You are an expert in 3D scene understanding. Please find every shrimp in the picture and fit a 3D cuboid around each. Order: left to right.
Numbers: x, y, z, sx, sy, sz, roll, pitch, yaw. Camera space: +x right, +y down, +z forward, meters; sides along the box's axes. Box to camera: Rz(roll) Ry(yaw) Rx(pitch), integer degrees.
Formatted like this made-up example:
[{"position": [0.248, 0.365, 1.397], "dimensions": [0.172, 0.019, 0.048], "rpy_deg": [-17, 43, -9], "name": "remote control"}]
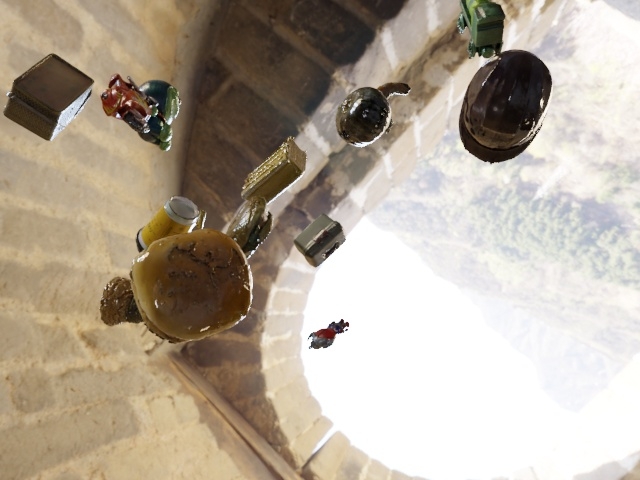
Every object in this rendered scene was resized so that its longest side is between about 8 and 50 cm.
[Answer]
[{"position": [0.254, -0.469, 1.634], "dimensions": [0.161, 0.166, 0.049], "rpy_deg": [67, 165, -10], "name": "shrimp"}]

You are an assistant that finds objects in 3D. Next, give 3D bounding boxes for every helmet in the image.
[{"position": [0.502, -0.372, 1.258], "dimensions": [0.225, 0.305, 0.177], "rpy_deg": [15, 176, 11], "name": "helmet"}]

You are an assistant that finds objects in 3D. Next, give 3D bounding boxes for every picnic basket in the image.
[{"position": [-0.880, -0.468, 1.529], "dimensions": [0.165, 0.139, 0.266], "rpy_deg": [33, -142, -22], "name": "picnic basket"}]

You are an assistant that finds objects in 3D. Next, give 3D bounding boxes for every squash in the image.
[{"position": [0.132, -0.382, 1.442], "dimensions": [0.156, 0.193, 0.193], "rpy_deg": [20, -170, -5], "name": "squash"}]

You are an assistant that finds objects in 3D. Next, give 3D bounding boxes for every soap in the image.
[{"position": [-0.234, -0.344, 2.400], "dimensions": [0.156, 0.335, 0.293], "rpy_deg": [43, -158, -25], "name": "soap"}]

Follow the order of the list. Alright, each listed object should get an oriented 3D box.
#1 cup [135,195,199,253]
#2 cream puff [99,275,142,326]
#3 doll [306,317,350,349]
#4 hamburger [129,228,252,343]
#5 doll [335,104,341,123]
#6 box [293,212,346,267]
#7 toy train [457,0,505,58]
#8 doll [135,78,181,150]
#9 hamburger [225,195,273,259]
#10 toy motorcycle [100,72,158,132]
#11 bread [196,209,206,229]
[{"position": [-0.620, -0.044, 1.913], "dimensions": [0.196, 0.279, 0.196], "rpy_deg": [31, -149, -21], "name": "cup"}, {"position": [-0.676, 0.228, 1.678], "dimensions": [0.169, 0.183, 0.183], "rpy_deg": [10, -168, -5], "name": "cream puff"}, {"position": [0.026, 0.344, 1.710], "dimensions": [0.195, 0.062, 0.104], "rpy_deg": [-28, -129, -37], "name": "doll"}, {"position": [-0.330, 0.118, 1.239], "dimensions": [0.305, 0.174, 0.284], "rpy_deg": [-17, -101, -34], "name": "hamburger"}, {"position": [0.177, -0.606, 2.353], "dimensions": [0.261, 0.162, 0.177], "rpy_deg": [16, 136, 62], "name": "doll"}, {"position": [0.000, 0.000, 1.996], "dimensions": [0.129, 0.210, 0.148], "rpy_deg": [41, 168, 29], "name": "box"}, {"position": [0.381, -0.527, 1.112], "dimensions": [0.132, 0.083, 0.200], "rpy_deg": [71, -170, -56], "name": "toy train"}, {"position": [-0.699, -0.552, 1.991], "dimensions": [0.186, 0.198, 0.321], "rpy_deg": [10, -121, -17], "name": "doll"}, {"position": [-0.297, -0.043, 1.864], "dimensions": [0.134, 0.285, 0.265], "rpy_deg": [34, -161, -23], "name": "hamburger"}, {"position": [-0.626, -0.450, 1.527], "dimensions": [0.171, 0.089, 0.298], "rpy_deg": [26, -156, -33], "name": "toy motorcycle"}, {"position": [-0.517, -0.090, 2.024], "dimensions": [0.034, 0.087, 0.049], "rpy_deg": [11, 163, -9], "name": "bread"}]
